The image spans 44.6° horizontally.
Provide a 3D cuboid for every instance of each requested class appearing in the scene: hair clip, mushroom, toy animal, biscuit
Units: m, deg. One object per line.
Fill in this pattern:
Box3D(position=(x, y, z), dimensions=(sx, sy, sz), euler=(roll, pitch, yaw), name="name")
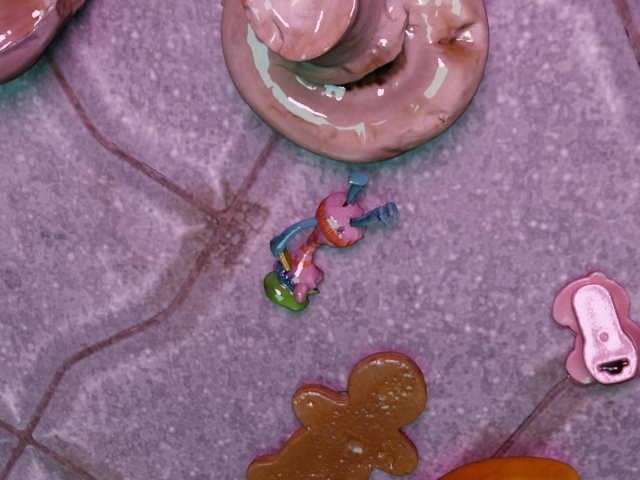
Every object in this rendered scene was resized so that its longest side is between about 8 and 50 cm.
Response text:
Box3D(position=(0.355, 0.115, 0.986), dimensions=(0.123, 0.102, 0.138), euler=(-22, 72, 15), name="hair clip")
Box3D(position=(0.028, -0.208, 0.783), dimensions=(0.292, 0.290, 0.293), euler=(3, 107, 12), name="mushroom")
Box3D(position=(0.000, 0.000, 0.965), dimensions=(0.103, 0.100, 0.208), euler=(18, 133, -39), name="toy animal")
Box3D(position=(0.039, 0.272, 1.085), dimensions=(0.196, 0.049, 0.302), euler=(31, 112, -7), name="biscuit")

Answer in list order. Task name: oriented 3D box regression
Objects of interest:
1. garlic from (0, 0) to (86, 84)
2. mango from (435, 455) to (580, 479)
Box3D(position=(-0.386, -0.300, 0.868), dimensions=(0.291, 0.210, 0.238), euler=(5, 117, -2), name="garlic")
Box3D(position=(0.204, 0.418, 1.041), dimensions=(0.199, 0.201, 0.350), euler=(34, 106, -35), name="mango")
